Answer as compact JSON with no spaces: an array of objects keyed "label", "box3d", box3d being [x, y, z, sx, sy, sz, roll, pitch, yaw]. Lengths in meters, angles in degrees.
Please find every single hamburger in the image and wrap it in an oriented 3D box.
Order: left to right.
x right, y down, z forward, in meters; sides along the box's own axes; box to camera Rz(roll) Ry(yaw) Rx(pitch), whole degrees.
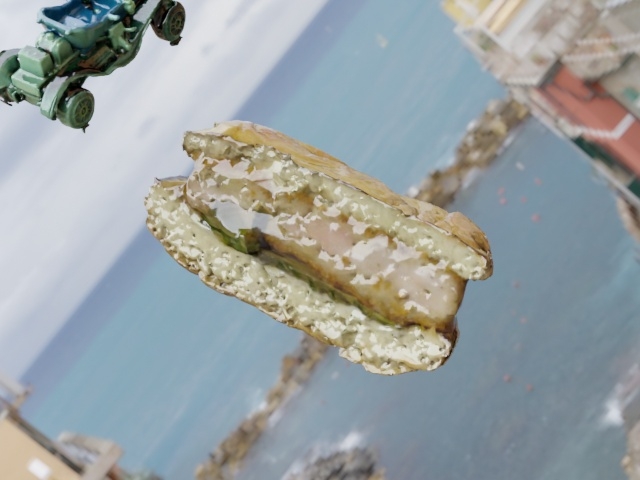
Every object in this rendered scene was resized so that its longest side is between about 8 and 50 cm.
[{"label":"hamburger","box3d":[0.000,0.000,0.925,0.124,0.262,0.131,-67,-14,16]}]

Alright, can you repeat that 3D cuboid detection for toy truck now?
[{"label":"toy truck","box3d":[-0.171,-0.153,0.899,0.154,0.080,0.078,-51,-28,-33]}]
